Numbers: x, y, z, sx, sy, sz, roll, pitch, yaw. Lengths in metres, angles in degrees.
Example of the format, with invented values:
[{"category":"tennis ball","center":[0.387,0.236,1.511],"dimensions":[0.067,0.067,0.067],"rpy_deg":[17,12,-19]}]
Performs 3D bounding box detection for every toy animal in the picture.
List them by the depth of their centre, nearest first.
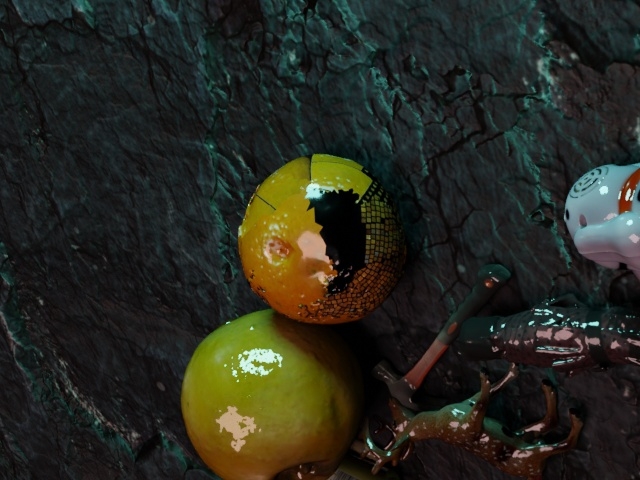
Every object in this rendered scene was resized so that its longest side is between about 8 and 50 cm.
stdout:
[{"category":"toy animal","center":[0.194,0.262,1.264],"dimensions":[0.243,0.087,0.260],"rpy_deg":[33,125,5]}]

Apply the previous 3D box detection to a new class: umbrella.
[{"category":"umbrella","center":[0.311,0.116,1.113],"dimensions":[0.326,0.090,0.094],"rpy_deg":[-7,107,38]}]

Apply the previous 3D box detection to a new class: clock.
[{"category":"clock","center":[0.358,-0.025,0.965],"dimensions":[0.254,0.189,0.189],"rpy_deg":[-16,102,56]}]

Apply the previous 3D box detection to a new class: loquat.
[{"category":"loquat","center":[-0.073,0.225,1.371],"dimensions":[0.275,0.275,0.275],"rpy_deg":[19,123,31]}]

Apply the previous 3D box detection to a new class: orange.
[{"category":"orange","center":[0.000,0.000,1.256],"dimensions":[0.234,0.182,0.234],"rpy_deg":[14,110,42]}]

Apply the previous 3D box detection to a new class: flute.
[{"category":"flute","center":[-0.001,0.300,1.512],"dimensions":[0.233,0.027,0.027],"rpy_deg":[18,123,31]}]

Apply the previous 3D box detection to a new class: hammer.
[{"category":"hammer","center":[0.169,0.131,1.280],"dimensions":[0.111,0.033,0.287],"rpy_deg":[42,132,15]}]

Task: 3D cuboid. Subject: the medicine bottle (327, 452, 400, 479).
[{"category":"medicine bottle","center":[0.002,0.379,1.490],"dimensions":[0.239,0.124,0.124],"rpy_deg":[19,123,32]}]
